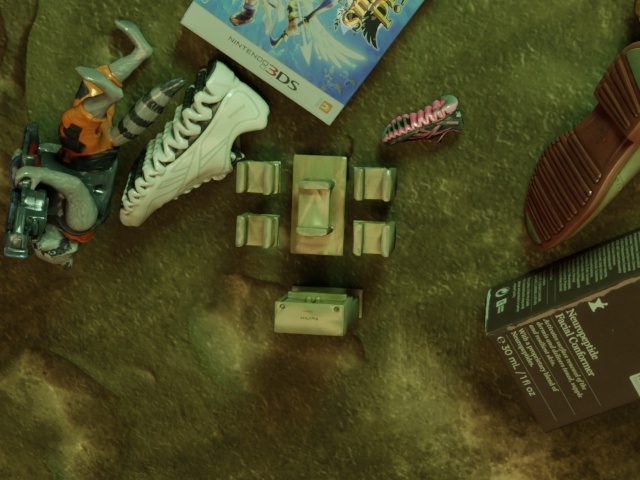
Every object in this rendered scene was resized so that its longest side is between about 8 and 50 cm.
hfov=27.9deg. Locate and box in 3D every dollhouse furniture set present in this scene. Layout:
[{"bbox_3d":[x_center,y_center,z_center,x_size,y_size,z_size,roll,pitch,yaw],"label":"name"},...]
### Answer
[{"bbox_3d":[0.000,0.000,1.823,0.212,0.161,0.242,3,97,9],"label":"dollhouse furniture set"}]

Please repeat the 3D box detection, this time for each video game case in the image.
[{"bbox_3d":[-0.010,-0.322,1.668,0.244,0.061,0.269,33,119,-9],"label":"video game case"}]

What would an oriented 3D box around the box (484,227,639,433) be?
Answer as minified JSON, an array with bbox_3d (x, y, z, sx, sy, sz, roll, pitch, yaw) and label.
[{"bbox_3d":[0.438,0.102,1.768,0.381,0.143,0.191,-25,110,20],"label":"box"}]

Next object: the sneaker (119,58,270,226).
[{"bbox_3d":[-0.182,-0.112,1.796,0.118,0.110,0.292,31,122,-19],"label":"sneaker"}]

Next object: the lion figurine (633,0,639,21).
[{"bbox_3d":[0.576,-0.258,1.520,0.392,0.142,0.240,25,157,-4],"label":"lion figurine"}]

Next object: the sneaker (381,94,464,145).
[{"bbox_3d":[0.141,-0.149,1.745,0.119,0.047,0.057,-22,123,22],"label":"sneaker"}]

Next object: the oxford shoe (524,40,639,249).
[{"bbox_3d":[0.388,-0.107,1.676,0.130,0.123,0.348,0,143,-30],"label":"oxford shoe"}]

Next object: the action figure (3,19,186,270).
[{"bbox_3d":[-0.317,-0.090,1.716,0.178,0.341,0.330,17,120,-17],"label":"action figure"}]
